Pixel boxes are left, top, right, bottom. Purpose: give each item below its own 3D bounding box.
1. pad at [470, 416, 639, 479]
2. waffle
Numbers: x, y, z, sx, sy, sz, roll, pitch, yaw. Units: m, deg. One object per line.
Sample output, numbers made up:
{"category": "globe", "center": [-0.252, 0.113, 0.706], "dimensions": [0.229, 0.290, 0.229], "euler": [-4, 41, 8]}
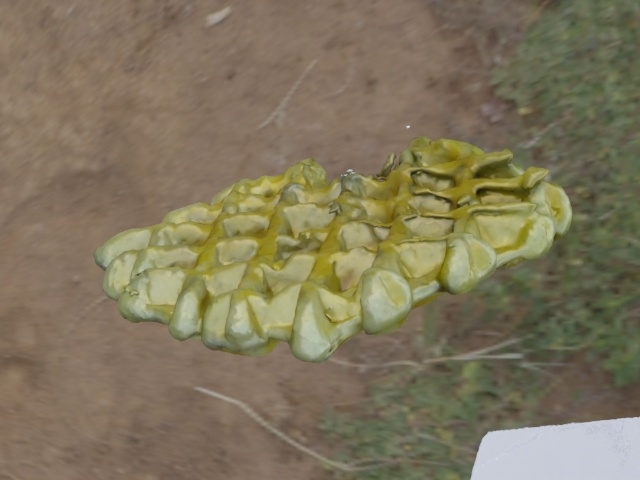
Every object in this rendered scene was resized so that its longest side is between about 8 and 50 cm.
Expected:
{"category": "pad", "center": [0.211, 0.212, 1.512], "dimensions": [0.004, 0.232, 0.156], "euler": [46, 49, -37]}
{"category": "waffle", "center": [0.001, 0.002, 1.105], "dimensions": [0.250, 0.261, 0.056], "euler": [-25, 116, -27]}
